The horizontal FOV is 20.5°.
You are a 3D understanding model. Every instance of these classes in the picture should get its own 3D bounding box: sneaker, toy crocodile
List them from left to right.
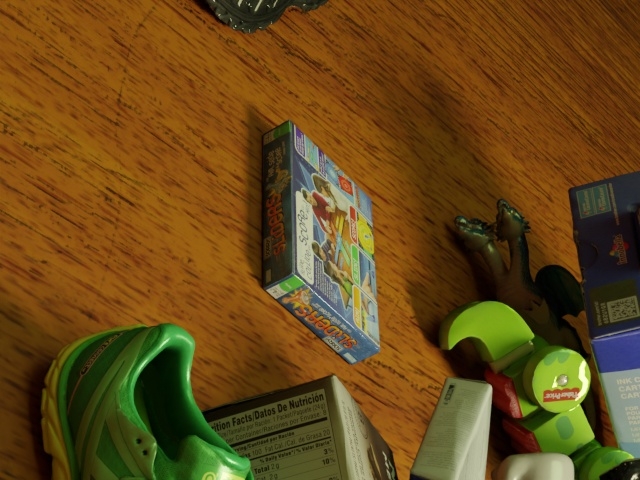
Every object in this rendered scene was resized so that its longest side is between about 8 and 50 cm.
[{"bbox_3d":[-0.104,0.185,1.148,0.109,0.123,0.296,21,47,-56],"label":"sneaker"},{"bbox_3d":[-0.059,-0.281,1.770,0.108,0.100,0.271,40,26,11],"label":"sneaker"},{"bbox_3d":[0.241,0.201,1.832,0.340,0.105,0.115,60,-11,-17],"label":"toy crocodile"}]

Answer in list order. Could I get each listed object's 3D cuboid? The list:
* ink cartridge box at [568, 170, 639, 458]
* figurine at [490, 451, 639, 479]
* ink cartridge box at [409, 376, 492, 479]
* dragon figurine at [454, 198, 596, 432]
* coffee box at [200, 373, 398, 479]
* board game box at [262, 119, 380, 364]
[{"bbox_3d":[0.373,0.104,1.920,0.270,0.151,0.395,-88,160,-52],"label":"ink cartridge box"},{"bbox_3d":[0.262,0.315,1.691,0.215,0.092,0.209,6,68,-26],"label":"figurine"},{"bbox_3d":[0.093,0.257,1.415,0.224,0.045,0.223,-59,153,-64],"label":"ink cartridge box"},{"bbox_3d":[0.252,0.083,1.987,0.289,0.085,0.144,49,28,-24],"label":"dragon figurine"},{"bbox_3d":[0.005,0.267,1.237,0.168,0.119,0.297,56,19,-57],"label":"coffee box"},{"bbox_3d":[0.000,0.000,1.644,0.136,0.035,0.201,43,30,-36],"label":"board game box"}]
